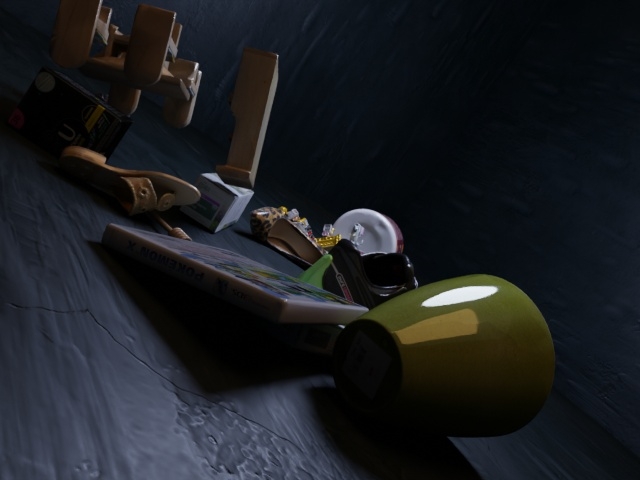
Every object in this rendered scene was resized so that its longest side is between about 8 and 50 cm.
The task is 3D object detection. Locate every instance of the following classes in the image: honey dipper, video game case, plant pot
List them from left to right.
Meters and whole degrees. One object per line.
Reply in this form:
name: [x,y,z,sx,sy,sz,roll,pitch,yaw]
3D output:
honey dipper: [-0.278,-0.032,1.085,0.160,0.030,0.030,39,8,36]
video game case: [-0.111,0.060,0.935,0.299,0.036,0.329,21,0,24]
plant pot: [0.166,0.187,0.959,0.293,0.275,0.275,4,27,-43]

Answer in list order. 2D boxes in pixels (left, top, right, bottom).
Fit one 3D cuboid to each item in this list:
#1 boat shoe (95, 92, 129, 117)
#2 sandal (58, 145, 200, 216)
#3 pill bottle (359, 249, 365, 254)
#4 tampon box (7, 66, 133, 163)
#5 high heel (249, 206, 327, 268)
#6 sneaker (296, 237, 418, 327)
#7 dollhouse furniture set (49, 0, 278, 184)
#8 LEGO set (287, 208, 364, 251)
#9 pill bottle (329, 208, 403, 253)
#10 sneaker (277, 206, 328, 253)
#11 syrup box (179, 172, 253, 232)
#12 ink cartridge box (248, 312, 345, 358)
boat shoe: [-0.526,-0.306,1.476,0.102,0.092,0.285,35,7,-6]
sandal: [-0.330,-0.078,1.053,0.240,0.088,0.079,20,54,-22]
pill bottle: [0.092,0.092,1.630,0.121,0.121,0.221,33,8,-19]
tampon box: [-0.451,-0.217,1.122,0.161,0.120,0.101,34,6,-10]
high heel: [-0.068,0.002,1.568,0.186,0.093,0.261,33,-3,27]
sneaker: [0.158,0.138,1.307,0.482,0.202,0.185,28,11,-46]
dollhouse furniture set: [-0.306,-0.278,1.257,0.394,0.257,0.362,13,-3,-3]
LEGO set: [0.000,0.000,1.905,0.287,0.132,0.107,13,-24,33]
pill bottle: [0.170,0.011,2.129,0.224,0.224,0.392,37,8,10]
sneaker: [-0.053,-0.011,1.751,0.225,0.093,0.088,36,7,2]
syrup box: [-0.233,-0.092,1.418,0.093,0.096,0.237,32,9,-1]
ink cartridge box: [-0.057,0.132,1.041,0.232,0.066,0.189,16,-7,40]
